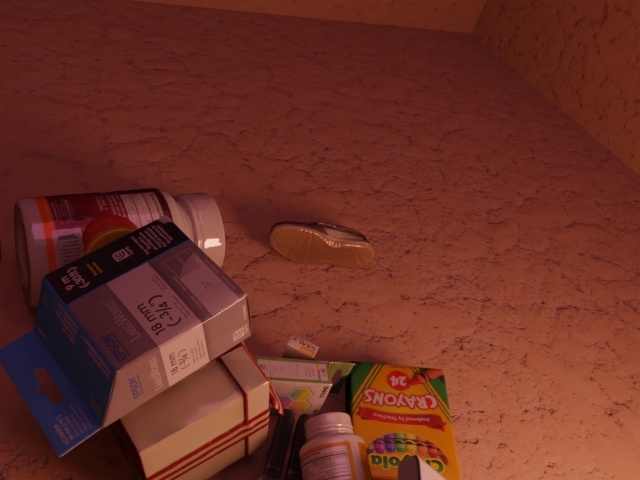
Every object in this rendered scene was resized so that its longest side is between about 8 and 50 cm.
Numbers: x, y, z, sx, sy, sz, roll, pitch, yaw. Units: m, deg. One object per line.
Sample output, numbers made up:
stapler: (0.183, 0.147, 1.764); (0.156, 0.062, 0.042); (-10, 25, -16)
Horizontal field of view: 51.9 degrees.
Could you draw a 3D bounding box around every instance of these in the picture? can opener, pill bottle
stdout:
can opener: (-0.070, 0.425, 1.168); (0.076, 0.095, 0.283); (15, 25, 0)
pill bottle: (0.029, 0.406, 1.109); (0.117, 0.117, 0.215); (3, 54, -21)
pill bottle: (-0.417, 0.005, 1.384); (0.392, 0.224, 0.224); (-7, 45, -31)

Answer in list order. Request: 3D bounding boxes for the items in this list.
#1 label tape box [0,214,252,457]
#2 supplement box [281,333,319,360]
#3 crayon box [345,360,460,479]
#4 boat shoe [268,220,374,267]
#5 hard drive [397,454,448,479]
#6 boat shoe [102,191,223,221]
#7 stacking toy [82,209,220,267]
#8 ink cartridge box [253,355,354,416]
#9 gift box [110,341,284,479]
label tape box: (-0.310, 0.128, 1.012); (0.333, 0.106, 0.240); (-31, 53, -28)
supplement box: (-0.048, 0.248, 1.357); (0.062, 0.098, 0.036); (26, 38, 7)
crayon box: (0.153, 0.385, 1.274); (0.202, 0.081, 0.318); (6, 39, -4)
boat shoe: (0.000, 0.000, 1.686); (0.285, 0.103, 0.092); (10, 34, -20)
hard drive: (0.246, 0.528, 1.043); (0.353, 0.047, 0.233); (43, 30, -26)
boat shoe: (-0.384, -0.060, 1.580); (0.324, 0.097, 0.116); (2, 41, -22)
stacking toy: (-0.353, 0.105, 1.257); (0.279, 0.309, 0.130); (13, 18, -38)
ink cartridge box: (-0.042, 0.291, 1.300); (0.209, 0.109, 0.062); (7, 40, -17)
gift box: (-0.231, 0.267, 1.139); (0.258, 0.276, 0.255); (-26, 59, -25)
